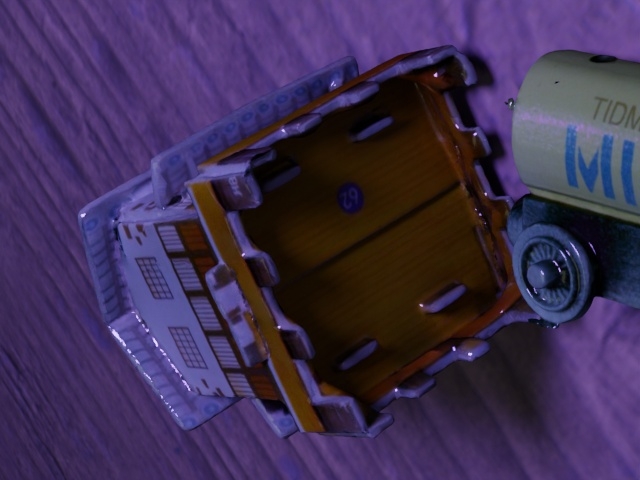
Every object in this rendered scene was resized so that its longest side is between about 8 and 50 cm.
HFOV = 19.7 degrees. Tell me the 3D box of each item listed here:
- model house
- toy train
[{"bbox_3d":[0.000,0.000,1.167,0.215,0.224,0.198,-1,117,55],"label":"model house"},{"bbox_3d":[0.193,-0.022,0.961,0.253,0.105,0.157,20,118,52],"label":"toy train"}]
